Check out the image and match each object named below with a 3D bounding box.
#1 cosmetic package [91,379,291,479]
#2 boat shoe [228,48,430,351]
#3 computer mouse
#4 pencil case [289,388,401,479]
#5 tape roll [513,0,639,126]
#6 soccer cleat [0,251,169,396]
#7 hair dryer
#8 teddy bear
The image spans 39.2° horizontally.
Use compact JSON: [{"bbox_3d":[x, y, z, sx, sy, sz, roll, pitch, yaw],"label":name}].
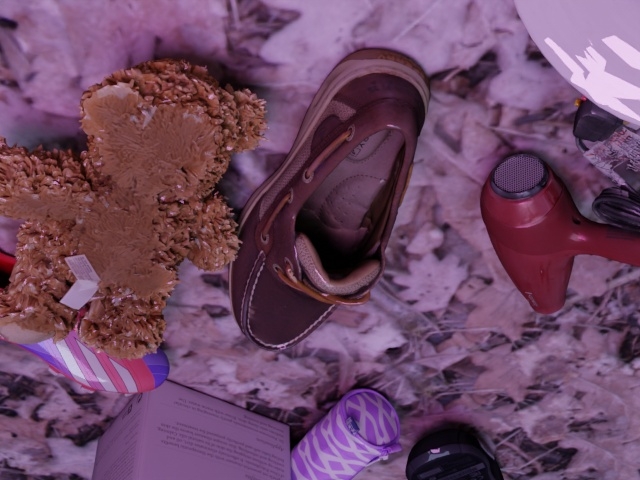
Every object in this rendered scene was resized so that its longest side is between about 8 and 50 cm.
[{"bbox_3d":[-0.144,0.349,0.948,0.197,0.365,0.155,26,126,-22],"label":"cosmetic package"},{"bbox_3d":[0.000,0.000,0.798,0.123,0.123,0.342,18,129,-17],"label":"boat shoe"},{"bbox_3d":[0.142,0.305,1.126,0.184,0.060,0.262,-27,139,16],"label":"computer mouse"},{"bbox_3d":[0.015,0.257,1.055,0.086,0.088,0.206,-18,154,-47],"label":"pencil case"},{"bbox_3d":[0.255,-0.203,0.547,0.286,0.100,0.286,3,102,15],"label":"tape roll"},{"bbox_3d":[-0.253,0.080,0.898,0.248,0.083,0.095,28,121,-21],"label":"soccer cleat"},{"bbox_3d":[0.240,0.006,0.778,0.224,0.080,0.293,42,158,1],"label":"hair dryer"},{"bbox_3d":[-0.177,-0.021,0.776,0.245,0.113,0.338,2,131,-11],"label":"teddy bear"}]
